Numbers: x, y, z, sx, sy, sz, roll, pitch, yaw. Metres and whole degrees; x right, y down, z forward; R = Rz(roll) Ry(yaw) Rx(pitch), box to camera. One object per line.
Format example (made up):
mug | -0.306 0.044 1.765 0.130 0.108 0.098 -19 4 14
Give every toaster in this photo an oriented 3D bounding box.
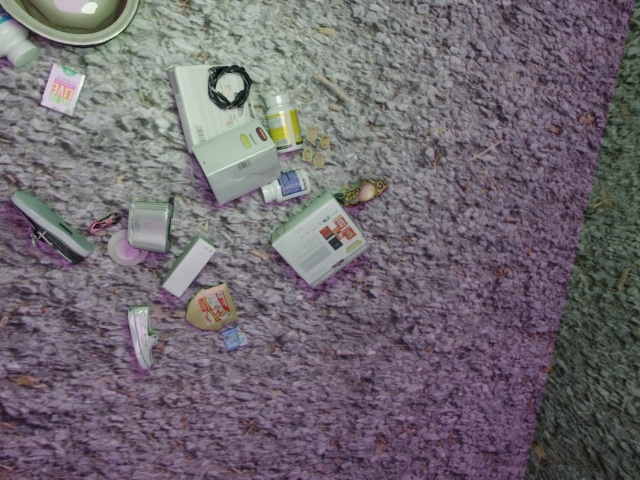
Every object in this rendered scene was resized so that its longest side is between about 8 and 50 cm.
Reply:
toaster | -0.618 -0.060 1.564 0.147 0.129 0.226 4 93 -18

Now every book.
book | -0.860 -0.503 1.436 0.096 0.035 0.144 18 95 -26

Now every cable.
cable | -0.321 -0.558 1.558 0.185 0.047 0.150 -22 110 -40

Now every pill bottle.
pill bottle | -0.144 -0.212 1.702 0.187 0.112 0.111 -18 108 -15
pill bottle | -0.142 -0.448 1.644 0.119 0.119 0.208 -16 107 -15
pill bottle | -1.000 -0.661 1.287 0.146 0.146 0.264 -45 113 -5

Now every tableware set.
tableware set | -0.017 -0.373 1.730 0.141 0.020 0.168 10 96 -48

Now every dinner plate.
dinner plate | -0.724 0.028 1.611 0.141 0.017 0.141 -5 105 -17

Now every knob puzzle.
knob puzzle | -0.455 0.280 1.753 0.213 0.030 0.212 -5 104 -18

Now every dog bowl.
dog bowl | -0.771 -0.790 1.312 0.409 0.150 0.407 -4 99 -23

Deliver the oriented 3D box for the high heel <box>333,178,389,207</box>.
high heel | 0.200 -0.194 1.783 0.262 0.186 0.093 -17 106 -15

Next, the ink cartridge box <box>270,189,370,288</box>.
ink cartridge box | 0.000 0.000 1.757 0.310 0.130 0.271 -36 112 7

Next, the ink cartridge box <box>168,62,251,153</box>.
ink cartridge box | -0.392 -0.489 1.580 0.261 0.066 0.295 -23 111 -40

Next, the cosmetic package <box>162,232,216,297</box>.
cosmetic package | -0.507 0.093 1.647 0.085 0.117 0.231 40 87 -22

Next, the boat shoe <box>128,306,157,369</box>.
boat shoe | -0.679 0.381 1.665 0.084 0.095 0.257 -10 107 -12

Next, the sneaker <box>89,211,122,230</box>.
sneaker | -0.776 -0.065 1.550 0.119 0.057 0.047 -29 108 -12

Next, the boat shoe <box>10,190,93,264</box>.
boat shoe | -0.941 -0.034 1.473 0.105 0.113 0.306 -38 127 -1

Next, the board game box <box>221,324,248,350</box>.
board game box | -0.365 0.413 1.820 0.090 0.020 0.089 -18 109 -14

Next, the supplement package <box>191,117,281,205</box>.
supplement package | -0.299 -0.283 1.563 0.262 0.204 0.145 -27 67 -12
